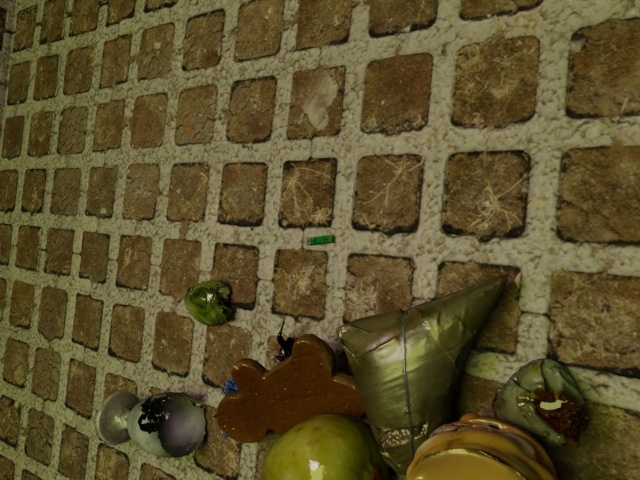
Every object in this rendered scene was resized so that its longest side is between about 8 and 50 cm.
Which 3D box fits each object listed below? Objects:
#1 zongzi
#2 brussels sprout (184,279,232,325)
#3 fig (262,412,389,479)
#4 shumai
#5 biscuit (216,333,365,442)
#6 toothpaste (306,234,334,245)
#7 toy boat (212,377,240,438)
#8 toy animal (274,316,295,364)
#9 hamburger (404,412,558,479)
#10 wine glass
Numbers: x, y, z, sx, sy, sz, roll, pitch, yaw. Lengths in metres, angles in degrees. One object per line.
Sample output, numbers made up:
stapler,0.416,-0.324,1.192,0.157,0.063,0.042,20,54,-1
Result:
zongzi,0.261,0.293,1.173,0.393,0.174,0.356,-23,79,24
brussels sprout,-0.338,0.191,1.661,0.181,0.100,0.139,-1,105,26
fig,0.000,0.525,1.282,0.326,0.258,0.258,-18,75,47
shumai,0.410,0.327,1.066,0.184,0.142,0.184,-5,80,33
biscuit,-0.099,0.393,1.420,0.432,0.064,0.283,-35,99,28
toothpaste,0.000,0.000,1.474,0.083,0.017,0.020,-7,79,35
toy boat,-0.262,0.474,1.562,0.091,0.110,0.175,14,96,37
toy animal,-0.089,0.290,1.458,0.062,0.108,0.220,17,116,31
hamburger,0.305,0.449,1.033,0.276,0.237,0.276,6,103,27
wine glass,-0.514,0.551,1.696,0.357,0.190,0.190,-10,79,38
